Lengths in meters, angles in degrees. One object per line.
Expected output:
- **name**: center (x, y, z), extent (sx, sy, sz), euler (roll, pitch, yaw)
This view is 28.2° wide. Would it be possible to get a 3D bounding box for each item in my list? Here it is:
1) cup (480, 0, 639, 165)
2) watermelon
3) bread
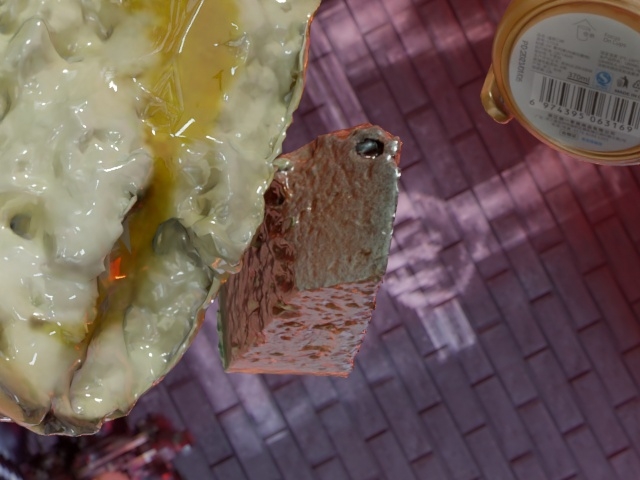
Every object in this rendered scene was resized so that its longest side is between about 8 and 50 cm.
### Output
- **cup**: center (0.198, -0.167, 0.828), extent (0.182, 0.226, 0.264), euler (44, 49, -13)
- **watermelon**: center (0.000, 0.000, 0.945), extent (0.257, 0.140, 0.192), euler (140, -47, -77)
- **bread**: center (-0.219, -0.068, 0.825), extent (0.250, 0.361, 0.394), euler (27, -19, -29)
